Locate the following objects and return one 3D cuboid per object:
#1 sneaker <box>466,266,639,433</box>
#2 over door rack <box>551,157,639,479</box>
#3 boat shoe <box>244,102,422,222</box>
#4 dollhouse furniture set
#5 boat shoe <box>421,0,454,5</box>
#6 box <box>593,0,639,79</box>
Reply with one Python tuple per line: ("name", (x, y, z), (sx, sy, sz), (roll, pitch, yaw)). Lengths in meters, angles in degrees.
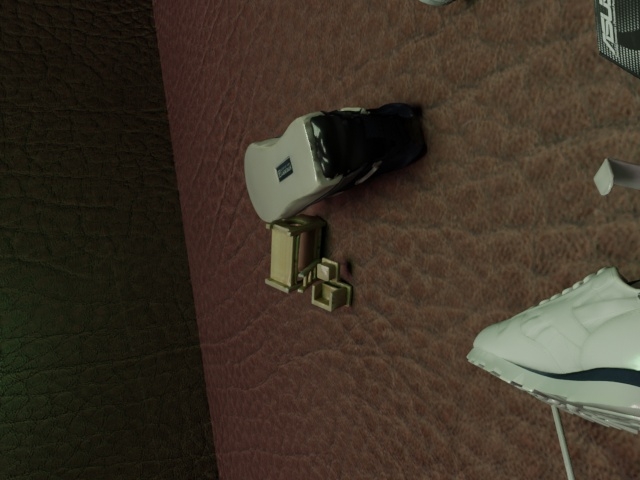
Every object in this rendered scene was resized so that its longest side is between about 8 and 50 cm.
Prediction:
("sneaker", (0.180, 0.069, 0.414), (0.235, 0.090, 0.095), (158, 134, -75))
("over door rack", (0.256, 0.131, 0.446), (0.324, 0.108, 0.240), (-99, 19, -45))
("boat shoe", (0.006, -0.106, 0.873), (0.340, 0.158, 0.127), (-3, 100, 68))
("dollhouse furniture set", (0.000, 0.000, 1.036), (0.160, 0.101, 0.182), (20, 116, 37))
("boat shoe", (0.097, -0.417, 0.665), (0.119, 0.121, 0.335), (-45, 66, 51))
("box", (0.231, -0.154, 0.360), (0.184, 0.045, 0.191), (57, -179, 43))
